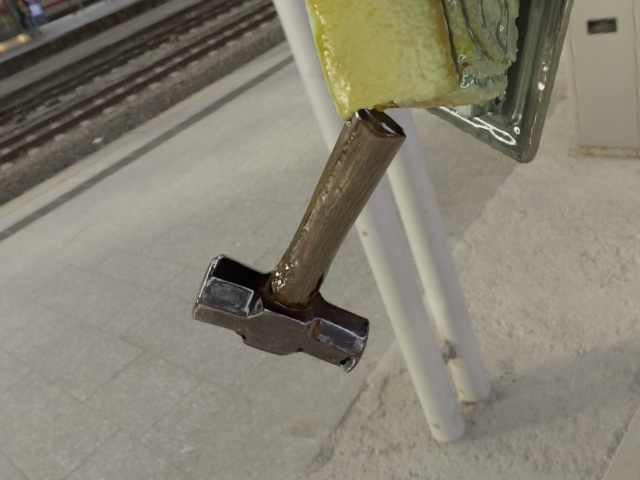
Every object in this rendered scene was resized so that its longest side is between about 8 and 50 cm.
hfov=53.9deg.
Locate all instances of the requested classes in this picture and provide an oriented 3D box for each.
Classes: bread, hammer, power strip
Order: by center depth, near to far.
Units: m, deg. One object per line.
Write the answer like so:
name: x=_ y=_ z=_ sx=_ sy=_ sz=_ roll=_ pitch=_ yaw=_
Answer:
bread: x=0.062 y=-0.214 z=0.487 sx=0.124 sy=0.257 sz=0.186 roll=-5 pitch=38 yaw=34
power strip: x=0.151 y=-0.238 z=0.704 sx=0.092 sy=0.251 sz=0.257 roll=-15 pitch=38 yaw=-28
hammer: x=0.000 y=0.000 z=0.787 sx=0.243 sy=0.408 sz=0.095 roll=21 pitch=40 yaw=-7
